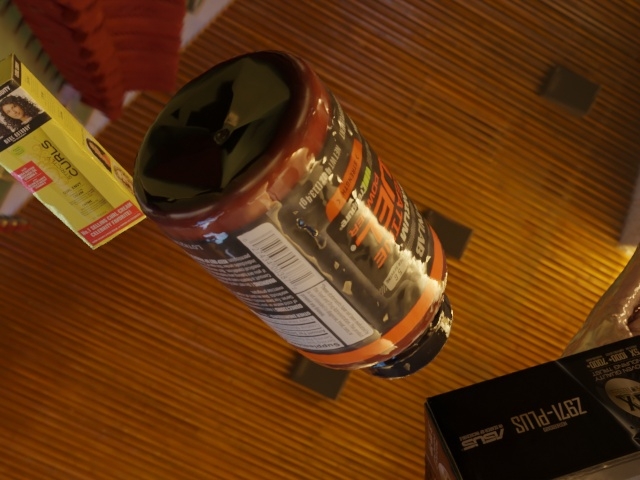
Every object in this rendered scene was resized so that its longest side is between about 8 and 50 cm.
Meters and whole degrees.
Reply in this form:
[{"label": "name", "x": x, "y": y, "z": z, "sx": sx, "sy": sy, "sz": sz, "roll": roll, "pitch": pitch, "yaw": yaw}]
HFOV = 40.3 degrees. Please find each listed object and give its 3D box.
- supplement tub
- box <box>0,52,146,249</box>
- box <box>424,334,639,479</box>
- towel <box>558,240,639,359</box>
[{"label": "supplement tub", "x": 0.000, "y": 0.000, "z": 0.463, "sx": 0.106, "sy": 0.198, "sz": 0.106, "roll": -20, "pitch": -132, "yaw": 23}, {"label": "box", "x": -0.296, "y": -0.092, "z": 0.973, "sx": 0.087, "sy": 0.232, "sz": 0.058, "roll": -30, "pitch": -137, "yaw": 8}, {"label": "box", "x": 0.149, "y": 0.163, "z": 0.576, "sx": 0.180, "sy": 0.148, "sz": 0.077, "roll": 84, "pitch": -12, "yaw": -47}, {"label": "towel", "x": 0.236, "y": 0.150, "z": 0.846, "sx": 0.317, "sy": 0.053, "sz": 0.331, "roll": -30, "pitch": 150, "yaw": -55}]
